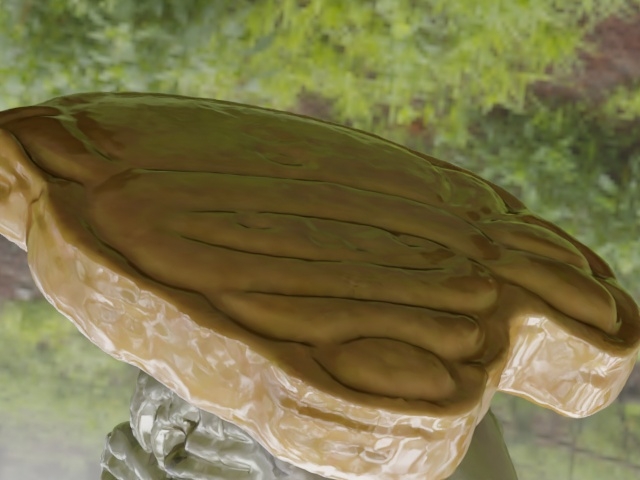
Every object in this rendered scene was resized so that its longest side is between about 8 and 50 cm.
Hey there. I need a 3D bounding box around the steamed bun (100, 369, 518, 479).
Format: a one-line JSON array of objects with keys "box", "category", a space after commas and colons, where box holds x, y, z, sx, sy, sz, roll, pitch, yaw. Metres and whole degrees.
[{"box": [0.021, 0.193, 0.842, 0.219, 0.324, 0.310, -16, 160, -32], "category": "steamed bun"}]

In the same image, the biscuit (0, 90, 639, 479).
[{"box": [0.000, 0.000, 0.712, 0.312, 0.057, 0.351, 0, -154, -32], "category": "biscuit"}]
